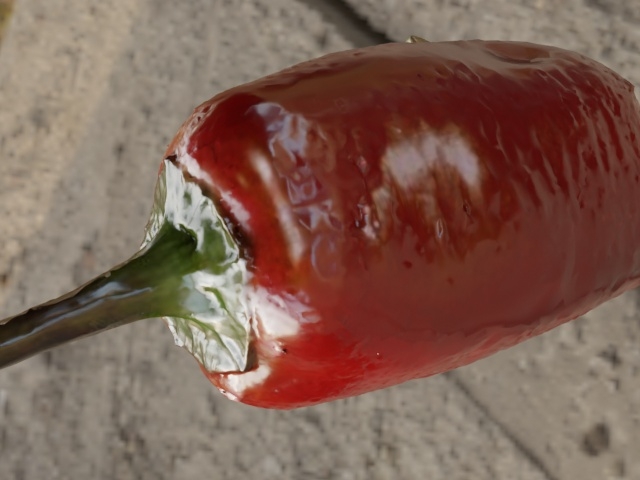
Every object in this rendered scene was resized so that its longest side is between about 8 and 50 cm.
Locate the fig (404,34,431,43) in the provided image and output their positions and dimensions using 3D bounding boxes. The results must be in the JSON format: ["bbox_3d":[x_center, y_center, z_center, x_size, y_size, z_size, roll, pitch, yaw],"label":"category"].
[{"bbox_3d":[0.049,-0.058,1.017,0.257,0.159,0.159,100,164,-68],"label":"fig"}]

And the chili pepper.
[{"bbox_3d":[0.002,-0.004,0.641,0.131,0.338,0.135,11,106,43],"label":"chili pepper"}]
